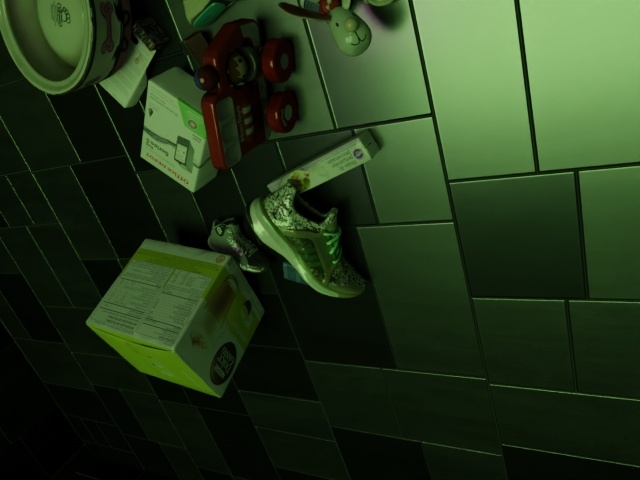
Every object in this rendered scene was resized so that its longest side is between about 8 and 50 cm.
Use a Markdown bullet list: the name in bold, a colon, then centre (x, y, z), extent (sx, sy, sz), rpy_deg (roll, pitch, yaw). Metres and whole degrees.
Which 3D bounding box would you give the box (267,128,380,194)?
- **box**: centre (0.000, -0.184, 1.343), extent (0.324, 0.067, 0.063), rpy_deg (-22, 109, 37)

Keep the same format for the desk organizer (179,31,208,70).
- **desk organizer**: centre (-0.298, -0.462, 1.335), extent (0.047, 0.050, 0.130), rpy_deg (34, 159, 52)

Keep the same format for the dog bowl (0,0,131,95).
- **dog bowl**: centre (-0.655, -0.587, 1.344), extent (0.408, 0.150, 0.407), rpy_deg (12, 113, 30)

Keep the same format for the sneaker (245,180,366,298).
- **sneaker**: centre (0.000, 0.000, 1.390), extent (0.410, 0.158, 0.182), rpy_deg (40, 120, -21)

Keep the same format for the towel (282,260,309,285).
- **towel**: centre (-0.058, 0.099, 1.590), extent (0.120, 0.029, 0.067), rpy_deg (14, 127, 22)

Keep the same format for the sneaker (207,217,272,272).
- **sneaker**: centre (-0.246, 0.004, 1.599), extent (0.229, 0.086, 0.132), rpy_deg (25, 127, 15)

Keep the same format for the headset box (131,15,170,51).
- **headset box**: centre (-0.438, -0.534, 1.360), extent (0.032, 0.062, 0.083), rpy_deg (-30, 103, 41)

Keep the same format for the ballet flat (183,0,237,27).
- **ballet flat**: centre (-0.229, -0.579, 1.205), extent (0.249, 0.086, 0.086), rpy_deg (-13, 113, 36)

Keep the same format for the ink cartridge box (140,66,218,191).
- **ink cartridge box**: centre (-0.370, -0.296, 1.430), extent (0.198, 0.114, 0.272), rpy_deg (34, 137, 6)

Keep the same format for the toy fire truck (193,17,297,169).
- **toy fire truck**: centre (-0.188, -0.343, 1.217), extent (0.170, 0.254, 0.302), rpy_deg (12, 125, 23)

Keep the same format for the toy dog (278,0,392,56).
- **toy dog**: centre (-0.018, -0.525, 1.004), extent (0.334, 0.161, 0.220), rpy_deg (33, 92, 7)

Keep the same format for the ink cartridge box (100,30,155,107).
- **ink cartridge box**: centre (-0.553, -0.511, 1.455), extent (0.181, 0.056, 0.225), rpy_deg (45, 124, -4)

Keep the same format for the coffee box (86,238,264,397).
- **coffee box**: centre (-0.433, 0.242, 1.639), extent (0.339, 0.334, 0.337), rpy_deg (10, 145, 24)

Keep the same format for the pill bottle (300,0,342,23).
- **pill bottle**: centre (-0.001, -0.516, 1.118), extent (0.120, 0.067, 0.067), rpy_deg (34, 131, 5)
